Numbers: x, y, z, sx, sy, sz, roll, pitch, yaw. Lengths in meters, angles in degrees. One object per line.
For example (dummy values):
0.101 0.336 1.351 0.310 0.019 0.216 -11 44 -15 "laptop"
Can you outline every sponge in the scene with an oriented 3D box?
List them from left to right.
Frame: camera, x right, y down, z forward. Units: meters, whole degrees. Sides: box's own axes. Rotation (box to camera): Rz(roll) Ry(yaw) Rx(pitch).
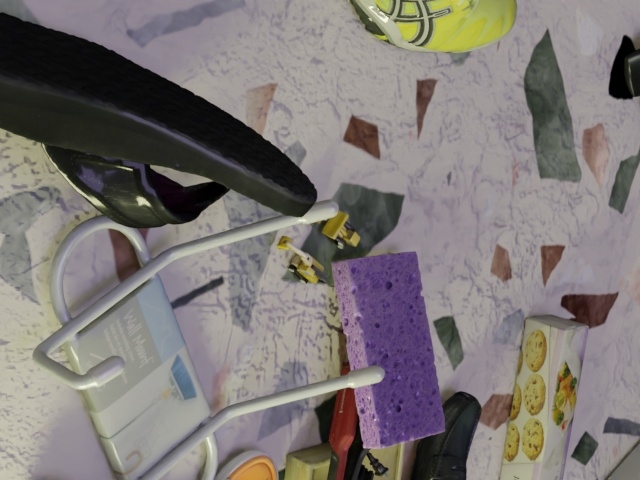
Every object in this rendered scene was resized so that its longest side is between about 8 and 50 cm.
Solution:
0.078 0.119 1.414 0.117 0.031 0.210 -7 87 -46 "sponge"

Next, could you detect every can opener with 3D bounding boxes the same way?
0.469 -0.204 1.771 0.059 0.073 0.186 -91 159 -44 "can opener"

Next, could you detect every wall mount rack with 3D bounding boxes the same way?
-0.102 0.116 1.201 0.304 0.130 0.350 -38 128 -32 "wall mount rack"

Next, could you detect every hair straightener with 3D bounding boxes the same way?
0.049 0.250 1.399 0.089 0.047 0.230 29 56 -33 "hair straightener"

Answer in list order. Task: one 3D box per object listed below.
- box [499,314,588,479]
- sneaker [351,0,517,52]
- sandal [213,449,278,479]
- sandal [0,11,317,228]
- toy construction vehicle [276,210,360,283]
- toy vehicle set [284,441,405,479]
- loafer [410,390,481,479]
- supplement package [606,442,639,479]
0.295 0.262 1.716 0.063 0.067 0.324 -3 105 -45 "box"
0.101 -0.284 1.278 0.385 0.147 0.145 22 84 -49 "sneaker"
-0.109 0.341 1.304 0.265 0.076 0.102 -53 134 -21 "sandal"
-0.193 -0.090 1.049 0.446 0.167 0.107 18 114 -41 "sandal"
0.000 0.000 1.342 0.086 0.035 0.098 -58 136 -17 "toy construction vehicle"
0.019 0.360 1.476 0.166 0.035 0.267 -6 107 -46 "toy vehicle set"
0.151 0.295 1.563 0.076 0.078 0.223 36 76 -47 "loafer"
0.552 0.478 1.956 0.198 0.199 0.262 -37 127 -32 "supplement package"
